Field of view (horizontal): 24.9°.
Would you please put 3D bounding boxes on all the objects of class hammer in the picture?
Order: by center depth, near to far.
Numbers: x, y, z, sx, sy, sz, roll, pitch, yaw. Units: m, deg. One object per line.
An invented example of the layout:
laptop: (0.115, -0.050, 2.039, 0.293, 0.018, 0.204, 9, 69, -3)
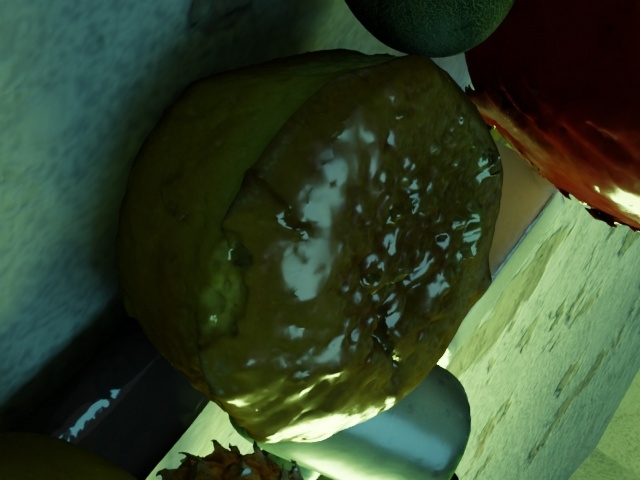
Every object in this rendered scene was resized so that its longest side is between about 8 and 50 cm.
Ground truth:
hammer: (-0.043, 0.203, 1.179, 0.206, 0.119, 0.335, 27, 118, -32)

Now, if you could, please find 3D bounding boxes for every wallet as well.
wallet: (-0.114, 0.096, 0.965, 0.229, 0.049, 0.182, -47, 159, -27)

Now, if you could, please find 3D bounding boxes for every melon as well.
melon: (0.062, -0.169, 0.841, 0.114, 0.114, 0.167, -53, 163, -8)

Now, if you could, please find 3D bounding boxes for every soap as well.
soap: (0.105, 0.000, 1.211, 0.183, 0.121, 0.064, -52, 160, -7)

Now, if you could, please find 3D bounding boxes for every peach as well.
peach: (0.264, -0.162, 0.983, 0.370, 0.370, 0.370, -47, 159, -24)

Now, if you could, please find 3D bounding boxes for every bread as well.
bread: (0.000, 0.000, 0.870, 0.268, 0.145, 0.268, -30, 133, -39)

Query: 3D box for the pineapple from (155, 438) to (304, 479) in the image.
pineapple: (-0.076, 0.207, 1.048, 0.161, 0.137, 0.176, -25, 133, -10)

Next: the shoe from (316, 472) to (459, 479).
shoe: (0.085, 0.239, 1.588, 0.137, 0.114, 0.291, -62, 157, 4)

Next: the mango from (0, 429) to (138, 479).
mango: (-0.164, 0.203, 0.827, 0.192, 0.146, 0.316, -13, 155, 5)

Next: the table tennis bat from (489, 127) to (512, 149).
table tennis bat: (0.126, -0.009, 1.365, 0.369, 0.054, 0.224, -46, 160, -36)
